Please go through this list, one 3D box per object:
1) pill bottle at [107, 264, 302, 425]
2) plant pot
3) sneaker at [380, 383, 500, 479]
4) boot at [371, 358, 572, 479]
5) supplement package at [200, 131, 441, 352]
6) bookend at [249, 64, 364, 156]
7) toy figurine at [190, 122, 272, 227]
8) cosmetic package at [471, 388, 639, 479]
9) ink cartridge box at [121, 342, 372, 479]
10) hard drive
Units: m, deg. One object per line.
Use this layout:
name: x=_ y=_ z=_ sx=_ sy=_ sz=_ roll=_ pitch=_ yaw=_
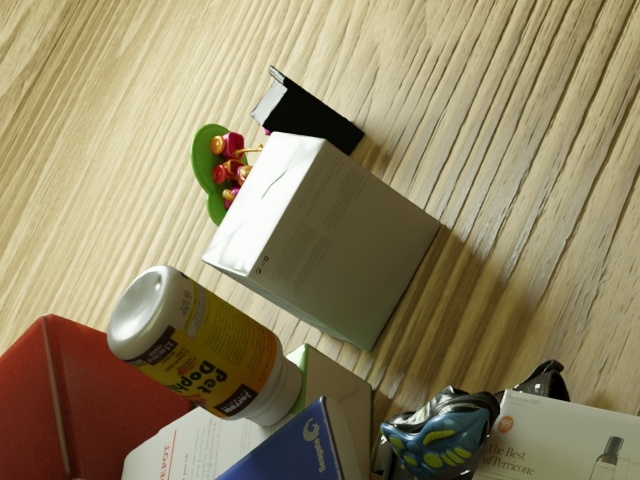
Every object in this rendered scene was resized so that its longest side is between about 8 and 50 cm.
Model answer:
pill bottle: x=-0.125 y=0.125 z=1.563 sx=0.117 sy=0.215 sz=0.117 roll=-35 pitch=35 yaw=30
plant pot: x=-0.337 y=0.303 z=1.939 sx=0.267 sy=0.267 sz=0.235 roll=-43 pitch=44 yaw=24
sneaker: x=0.119 y=0.184 z=1.355 sx=0.078 sy=0.067 sz=0.188 roll=-38 pitch=2 yaw=-26
boot: x=0.155 y=0.258 z=1.387 sx=0.229 sy=0.091 sz=0.262 roll=-22 pitch=51 yaw=35
supplement package: x=0.000 y=0.000 z=1.755 sx=0.194 sy=0.203 sz=0.149 roll=-60 pitch=28 yaw=-7
bookend: x=-0.048 y=-0.142 z=2.019 sx=0.157 sy=0.156 sz=0.072 roll=-55 pitch=29 yaw=6
toy figurine: x=-0.099 y=-0.117 z=2.142 sx=0.159 sy=0.130 sz=0.173 roll=-16 pitch=70 yaw=38
cosmetic package: x=0.258 y=0.205 z=1.246 sx=0.239 sy=0.060 sz=0.098 roll=7 pitch=65 yaw=43
ink cartridge box: x=-0.102 y=0.300 z=1.696 sx=0.353 sy=0.119 sz=0.207 roll=-33 pitch=37 yaw=35
hard drive: x=-0.081 y=0.335 z=1.481 sx=0.319 sy=0.040 sz=0.210 roll=-40 pitch=39 yaw=22
